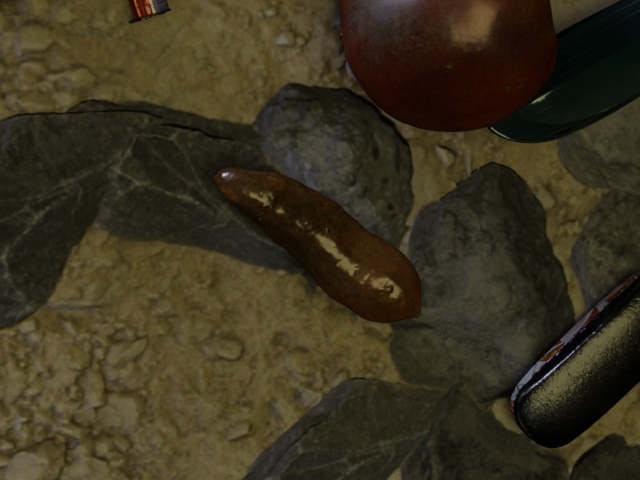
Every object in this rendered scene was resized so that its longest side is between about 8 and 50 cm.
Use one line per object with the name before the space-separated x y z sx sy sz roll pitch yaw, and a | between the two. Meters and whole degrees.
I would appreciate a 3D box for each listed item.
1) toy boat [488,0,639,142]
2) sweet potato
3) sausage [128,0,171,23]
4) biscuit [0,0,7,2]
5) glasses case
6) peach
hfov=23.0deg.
toy boat | 0.312 -0.197 1.844 0.296 0.122 0.114 -30 88 -19
sweet potato | -0.001 -0.001 1.817 0.292 0.097 0.097 36 91 -13
sausage | -0.206 -0.311 1.710 0.050 0.048 0.145 -8 109 26
biscuit | -0.342 -0.365 1.590 0.259 0.079 0.259 -13 108 -42
glasses case | 0.351 0.149 1.968 0.267 0.067 0.103 -42 109 -3
peach | 0.136 -0.247 1.717 0.252 0.252 0.252 -4 104 -16
